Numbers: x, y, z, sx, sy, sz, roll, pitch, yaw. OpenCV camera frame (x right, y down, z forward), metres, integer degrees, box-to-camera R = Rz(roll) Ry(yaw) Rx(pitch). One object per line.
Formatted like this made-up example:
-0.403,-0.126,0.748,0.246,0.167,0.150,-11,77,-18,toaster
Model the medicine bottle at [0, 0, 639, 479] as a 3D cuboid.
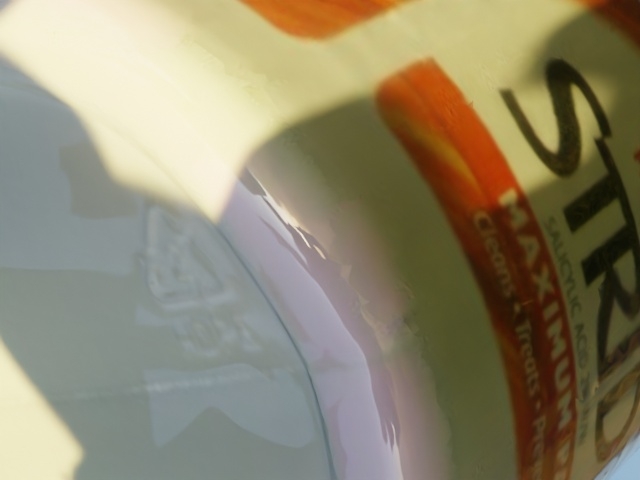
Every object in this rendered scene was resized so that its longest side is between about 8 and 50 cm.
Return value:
0.000,0.000,0.497,0.241,0.252,0.252,-34,-79,-44,medicine bottle
